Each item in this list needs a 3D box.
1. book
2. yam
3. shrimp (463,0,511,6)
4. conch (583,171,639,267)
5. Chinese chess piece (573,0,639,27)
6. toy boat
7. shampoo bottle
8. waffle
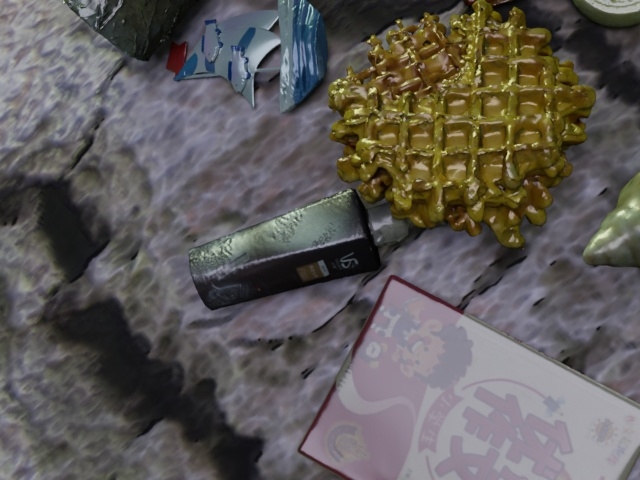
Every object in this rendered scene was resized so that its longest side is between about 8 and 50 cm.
[{"bbox_3d":[0.117,0.149,0.766,0.232,0.022,0.162,28,89,16],"label":"book"},{"bbox_3d":[-0.134,-0.245,0.839,0.107,0.107,0.183,38,89,15],"label":"yam"},{"bbox_3d":[0.123,-0.257,0.824,0.178,0.034,0.124,13,91,9],"label":"shrimp"},{"bbox_3d":[0.331,-0.080,0.696,0.386,0.169,0.203,-31,100,-28],"label":"conch"},{"bbox_3d":[0.239,-0.212,0.788,0.084,0.034,0.084,-2,82,13],"label":"Chinese chess piece"},{"bbox_3d":[-0.057,-0.170,0.855,0.149,0.034,0.105,21,89,27],"label":"toy boat"},{"bbox_3d":[0.000,0.000,0.797,0.208,0.057,0.063,-17,62,6],"label":"shampoo bottle"},{"bbox_3d":[0.103,-0.097,0.759,0.197,0.070,0.193,28,71,19],"label":"waffle"}]
